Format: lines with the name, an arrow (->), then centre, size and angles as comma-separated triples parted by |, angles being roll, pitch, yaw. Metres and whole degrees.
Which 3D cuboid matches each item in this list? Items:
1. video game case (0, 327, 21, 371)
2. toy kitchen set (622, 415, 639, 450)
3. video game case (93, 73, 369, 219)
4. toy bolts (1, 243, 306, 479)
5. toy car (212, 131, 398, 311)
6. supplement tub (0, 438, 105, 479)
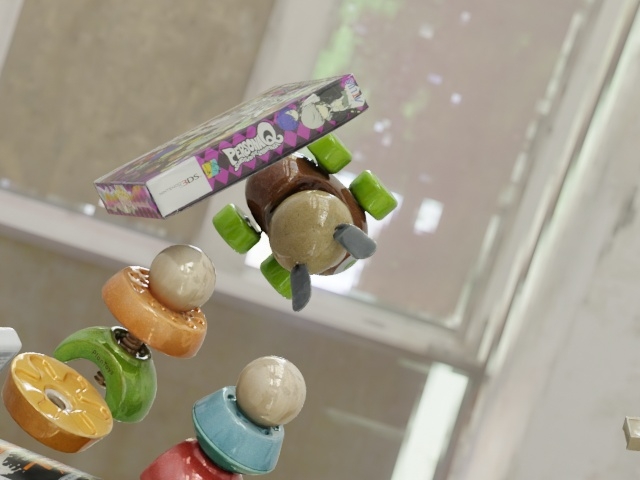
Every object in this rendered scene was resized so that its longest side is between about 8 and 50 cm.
video game case -> -0.325, 0.118, 1.300 | 0.173, 0.190, 0.022 | -46, -119, 30
toy kitchen set -> 0.338, 0.224, 1.856 | 0.068, 0.083, 0.075 | -91, -171, -57
video game case -> -0.086, -0.084, 1.710 | 0.210, 0.042, 0.232 | -29, -169, -14
toy bolts -> -0.128, 0.117, 1.603 | 0.158, 0.228, 0.218 | -51, 166, 18
toy car -> 0.000, 0.000, 1.880 | 0.155, 0.149, 0.188 | -41, -152, 7
supplement tub -> -0.236, 0.242, 1.584 | 0.117, 0.190, 0.117 | -46, 145, -46
